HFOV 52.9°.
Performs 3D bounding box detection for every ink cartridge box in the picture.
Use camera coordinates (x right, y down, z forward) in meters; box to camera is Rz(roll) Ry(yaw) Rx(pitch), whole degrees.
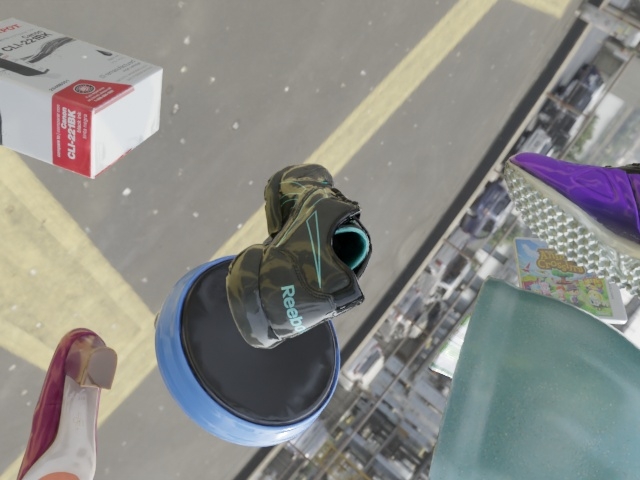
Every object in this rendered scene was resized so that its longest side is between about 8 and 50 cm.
[{"bbox_3d":[-0.405,-0.220,0.958,0.197,0.272,0.114,-61,168,-55],"label":"ink cartridge box"}]

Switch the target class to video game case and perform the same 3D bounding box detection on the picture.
[{"bbox_3d":[0.527,0.082,1.372,0.023,0.212,0.193,95,-1,-55],"label":"video game case"}]

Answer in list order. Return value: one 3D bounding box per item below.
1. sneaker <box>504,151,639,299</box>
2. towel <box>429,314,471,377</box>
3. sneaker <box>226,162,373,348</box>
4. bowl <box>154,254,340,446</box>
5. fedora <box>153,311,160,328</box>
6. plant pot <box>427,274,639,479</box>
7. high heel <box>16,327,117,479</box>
[{"bbox_3d":[0.333,-0.030,0.653,0.146,0.293,0.102,-45,146,-9],"label":"sneaker"},{"bbox_3d":[0.327,0.250,1.494,0.113,0.023,0.152,30,99,-45],"label":"towel"},{"bbox_3d":[0.000,0.000,0.593,0.267,0.106,0.101,-77,147,-58],"label":"sneaker"},{"bbox_3d":[-0.127,0.202,1.273,0.391,0.391,0.077,-33,174,-47],"label":"bowl"},{"bbox_3d":[-0.306,0.264,1.700,0.124,0.275,0.244,-47,175,-30],"label":"fedora"},{"bbox_3d":[0.208,0.194,0.543,0.293,0.196,0.293,13,90,-71],"label":"plant pot"},{"bbox_3d":[-0.481,0.350,1.182,0.127,0.181,0.377,30,77,-37],"label":"high heel"}]
